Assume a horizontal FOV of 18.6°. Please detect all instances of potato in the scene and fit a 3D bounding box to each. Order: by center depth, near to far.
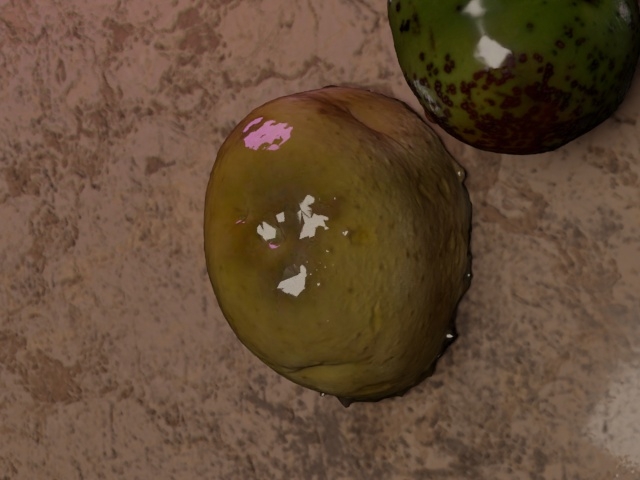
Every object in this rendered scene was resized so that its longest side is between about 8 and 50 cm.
[{"bbox_3d":[0.000,0.000,1.649,0.243,0.242,0.285,1,87,28],"label":"potato"}]

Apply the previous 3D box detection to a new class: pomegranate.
[{"bbox_3d":[0.143,-0.157,1.600,0.214,0.214,0.248,63,147,14],"label":"pomegranate"}]
